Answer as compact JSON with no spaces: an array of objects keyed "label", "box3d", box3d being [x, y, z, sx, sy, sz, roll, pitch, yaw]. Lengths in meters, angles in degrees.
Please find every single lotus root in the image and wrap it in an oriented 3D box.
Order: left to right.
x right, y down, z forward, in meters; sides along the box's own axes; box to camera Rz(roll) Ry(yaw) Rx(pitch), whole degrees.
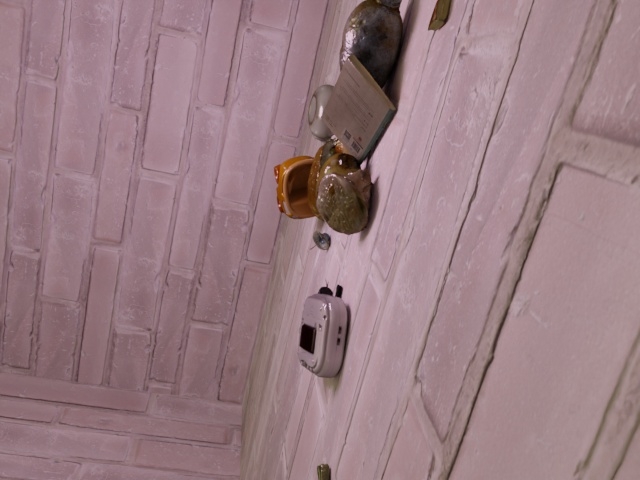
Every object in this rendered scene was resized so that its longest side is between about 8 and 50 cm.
[{"label":"lotus root","box3d":[0.053,-0.150,1.812,0.278,0.153,0.154,102,172,-46]},{"label":"lotus root","box3d":[0.139,-0.539,1.668,0.175,0.174,0.350,-92,10,-52]}]

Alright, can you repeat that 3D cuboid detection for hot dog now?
[{"label":"hot dog","box3d":[0.110,-0.299,1.863,0.169,0.061,0.078,25,138,59]}]

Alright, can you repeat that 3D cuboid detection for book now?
[{"label":"book","box3d":[0.103,-0.375,1.691,0.215,0.025,0.283,54,152,9]}]

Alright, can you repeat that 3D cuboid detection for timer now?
[{"label":"timer","box3d":[0.000,0.282,1.728,0.262,0.086,0.237,176,103,-72]}]

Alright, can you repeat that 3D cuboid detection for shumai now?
[{"label":"shumai","box3d":[0.085,-0.121,1.666,0.201,0.120,0.201,25,128,37]}]

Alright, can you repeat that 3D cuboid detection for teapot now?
[{"label":"teapot","box3d":[0.023,-0.458,2.268,0.318,0.149,0.220,116,155,-53]}]

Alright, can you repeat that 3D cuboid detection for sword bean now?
[{"label":"sword bean","box3d":[0.004,0.711,1.473,0.043,0.038,0.269,-34,40,40]}]

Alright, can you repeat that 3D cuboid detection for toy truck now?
[{"label":"toy truck","box3d":[-0.069,-0.209,2.279,0.212,0.204,0.288,-124,25,-60]}]

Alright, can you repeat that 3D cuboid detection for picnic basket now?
[{"label":"picnic basket","box3d":[0.000,0.000,2.126,0.083,0.083,0.065,-32,-7,-39]}]

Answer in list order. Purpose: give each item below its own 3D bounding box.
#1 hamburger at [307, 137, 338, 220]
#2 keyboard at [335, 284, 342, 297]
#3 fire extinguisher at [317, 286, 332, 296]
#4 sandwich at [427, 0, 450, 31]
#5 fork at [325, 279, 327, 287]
[{"label":"hamburger","box3d":[0.029,-0.208,2.030,0.211,0.132,0.309,142,137,-71]},{"label":"keyboard","box3d":[0.042,0.236,1.813,0.060,0.018,0.196,-156,77,-86]},{"label":"fire extinguisher","box3d":[-0.003,0.232,1.974,0.062,0.050,0.177,-32,-27,-41]},{"label":"sandwich","box3d":[0.268,-0.506,1.295,0.044,0.030,0.083,-85,9,-50]},{"label":"fork","box3d":[0.015,0.191,2.027,0.016,0.012,0.115,178,97,-84]}]
